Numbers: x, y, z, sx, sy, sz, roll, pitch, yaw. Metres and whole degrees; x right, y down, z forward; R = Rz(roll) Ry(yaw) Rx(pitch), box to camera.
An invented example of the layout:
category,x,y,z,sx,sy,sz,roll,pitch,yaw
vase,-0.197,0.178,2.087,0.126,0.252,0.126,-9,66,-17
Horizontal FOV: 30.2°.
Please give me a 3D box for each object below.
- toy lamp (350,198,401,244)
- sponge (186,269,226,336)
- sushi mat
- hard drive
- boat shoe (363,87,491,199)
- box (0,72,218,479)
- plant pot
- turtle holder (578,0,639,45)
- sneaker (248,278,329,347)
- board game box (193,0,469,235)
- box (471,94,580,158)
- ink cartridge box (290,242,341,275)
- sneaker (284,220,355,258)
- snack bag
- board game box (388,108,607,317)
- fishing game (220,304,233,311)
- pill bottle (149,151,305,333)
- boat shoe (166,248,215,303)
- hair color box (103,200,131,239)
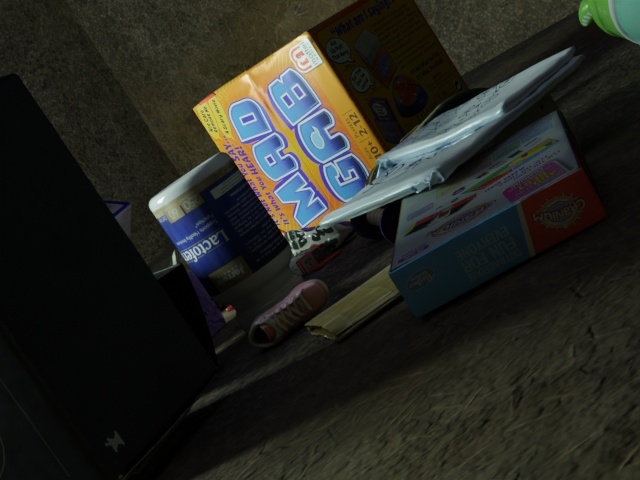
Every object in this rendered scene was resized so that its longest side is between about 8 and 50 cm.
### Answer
category,x,y,z,sx,sy,sz,roll,pitch,yaw
toy lamp,0.098,-0.034,1.876,0.080,0.080,0.274,-33,9,-4
sponge,-0.247,0.143,2.008,0.031,0.117,0.210,-29,8,33
sushi mat,0.127,0.032,1.548,0.316,0.019,0.151,-35,9,-11
hard drive,-0.226,0.274,1.454,0.094,0.022,0.135,-30,8,24
boat shoe,0.197,-0.162,2.116,0.324,0.123,0.120,-35,5,-20
box,-0.481,0.128,1.513,0.471,0.480,0.297,-28,9,30
plant pot,-0.263,0.161,1.776,0.187,0.167,0.188,-37,8,-28
turtle holder,0.551,-0.455,1.859,0.243,0.320,0.227,-15,34,-36
sneaker,-0.047,0.109,1.669,0.134,0.051,0.070,-34,9,20
board game box,0.046,-0.252,2.392,0.356,0.356,0.356,-26,10,43
box,0.278,-0.146,1.769,0.113,0.094,0.275,-34,7,-3
ink cartridge box,-0.019,0.034,2.093,0.063,0.029,0.115,-37,8,-32
sneaker,0.000,0.000,2.179,0.071,0.068,0.170,-19,5,-43
snack bag,0.173,-0.140,1.683,0.342,0.037,0.323,-39,10,-31
board game box,0.206,-0.042,1.422,0.242,0.064,0.316,-29,12,15
fishing game,-0.126,0.064,2.314,0.189,0.041,0.264,-35,8,3
pill bottle,-0.139,0.006,1.875,0.153,0.265,0.153,-34,7,5
boat shoe,-0.267,0.104,2.358,0.113,0.127,0.340,-55,9,5
hair color box,-0.380,0.112,1.957,0.110,0.339,0.185,2,9,0
